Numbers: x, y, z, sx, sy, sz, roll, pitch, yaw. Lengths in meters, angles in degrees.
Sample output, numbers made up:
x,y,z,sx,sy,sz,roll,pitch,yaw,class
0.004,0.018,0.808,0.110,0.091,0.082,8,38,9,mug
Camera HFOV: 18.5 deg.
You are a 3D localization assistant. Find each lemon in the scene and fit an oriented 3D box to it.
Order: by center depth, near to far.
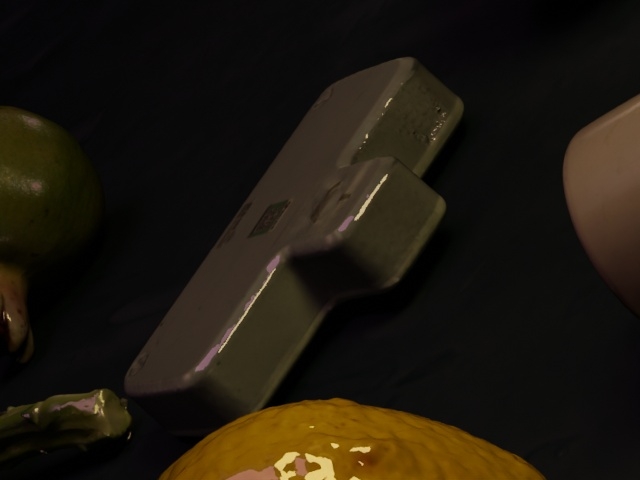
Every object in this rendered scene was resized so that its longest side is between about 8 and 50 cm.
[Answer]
x,y,z,sx,sy,sz,roll,pitch,yaw,class
0.016,0.145,0.702,0.180,0.193,0.181,-19,57,32,lemon

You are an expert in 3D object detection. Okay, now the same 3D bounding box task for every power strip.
x,y,z,sx,sy,sz,roll,pitch,yaw,class
0.000,0.001,1.175,0.265,0.059,0.193,-55,19,-22,power strip

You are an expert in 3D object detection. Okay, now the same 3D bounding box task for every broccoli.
x,y,z,sx,sy,sz,roll,pitch,yaw,class
-0.213,0.132,1.303,0.204,0.118,0.122,-17,12,29,broccoli

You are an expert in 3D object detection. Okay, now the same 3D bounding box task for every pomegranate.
x,y,z,sx,sy,sz,roll,pitch,yaw,class
-0.255,-0.013,1.552,0.179,0.179,0.210,-44,41,4,pomegranate

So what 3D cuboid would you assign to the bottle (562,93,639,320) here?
x,y,z,sx,sy,sz,roll,pitch,yaw,class
0.219,-0.051,0.793,0.233,0.110,0.110,-31,26,33,bottle
